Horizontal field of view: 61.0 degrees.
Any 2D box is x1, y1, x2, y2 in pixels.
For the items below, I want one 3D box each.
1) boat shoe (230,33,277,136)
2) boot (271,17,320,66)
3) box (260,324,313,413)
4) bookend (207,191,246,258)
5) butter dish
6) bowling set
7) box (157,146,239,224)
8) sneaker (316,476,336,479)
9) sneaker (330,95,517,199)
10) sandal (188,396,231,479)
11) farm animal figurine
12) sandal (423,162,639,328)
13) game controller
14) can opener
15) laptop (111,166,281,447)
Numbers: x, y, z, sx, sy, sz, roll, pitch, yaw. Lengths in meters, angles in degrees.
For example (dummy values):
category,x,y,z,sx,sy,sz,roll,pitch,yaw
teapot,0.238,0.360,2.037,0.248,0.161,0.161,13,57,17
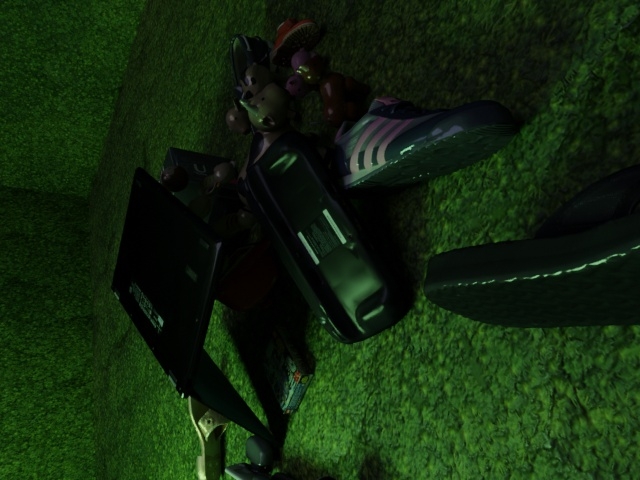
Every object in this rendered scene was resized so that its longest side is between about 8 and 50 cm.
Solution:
category,x,y,z,sx,sy,sz,roll,pitch,yaw
boat shoe,-0.143,-0.316,1.172,0.114,0.091,0.302,-45,48,45
boot,-0.050,-0.414,1.078,0.158,0.059,0.084,-9,72,59
box,-0.066,0.234,0.998,0.137,0.027,0.094,51,125,50
bookend,-0.198,-0.005,1.217,0.156,0.072,0.157,44,120,51
butter dish,-0.140,0.087,1.075,0.160,0.118,0.160,-48,15,-21
bowling set,-0.216,-0.074,1.061,0.154,0.200,0.287,-20,40,53
box,-0.322,-0.069,1.342,0.270,0.165,0.143,-62,37,31
sneaker,0.069,0.396,0.711,0.121,0.079,0.217,-54,50,33
sneaker,0.109,-0.144,0.711,0.319,0.112,0.131,-14,75,55
sandal,-0.231,0.417,1.208,0.079,0.088,0.240,-12,79,24
farm animal figurine,-0.081,-0.194,0.966,0.330,0.172,0.326,25,107,57
sandal,0.252,-0.002,0.418,0.446,0.168,0.107,-13,56,57
game controller,0.000,0.000,0.801,0.166,0.067,0.319,-37,82,37
can opener,-0.084,0.416,0.946,0.280,0.074,0.093,-2,84,58
laptop,-0.213,0.122,1.015,0.382,0.236,0.407,33,112,47
